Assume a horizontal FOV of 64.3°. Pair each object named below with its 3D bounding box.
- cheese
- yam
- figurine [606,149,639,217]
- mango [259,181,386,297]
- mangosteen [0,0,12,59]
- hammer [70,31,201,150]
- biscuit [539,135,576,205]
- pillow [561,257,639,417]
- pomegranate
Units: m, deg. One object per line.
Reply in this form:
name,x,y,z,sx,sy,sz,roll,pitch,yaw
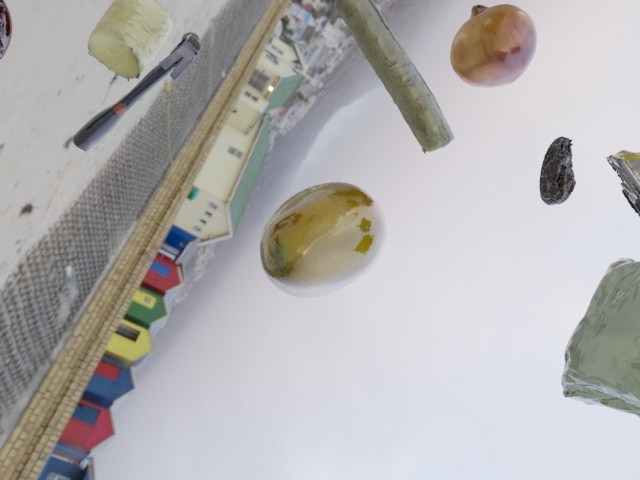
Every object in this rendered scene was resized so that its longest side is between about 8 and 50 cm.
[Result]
cheese,-0.383,-0.423,1.037,0.094,0.123,0.167,-32,-145,49
yam,0.157,-0.352,1.057,0.083,0.371,0.083,-32,-169,7
figurine,0.560,-0.125,0.684,0.308,0.309,0.143,-41,-116,48
mango,0.000,0.000,0.790,0.212,0.172,0.317,-27,180,4
mangosteen,-0.554,-0.329,0.739,0.166,0.180,0.166,-13,-114,30
hammer,-0.323,-0.249,0.882,0.290,0.037,0.137,-36,-150,12
biscuit,0.317,-0.092,0.678,0.087,0.027,0.089,-79,176,-60
pillow,0.517,0.144,0.809,0.310,0.138,0.283,114,-2,-82
pomegranate,0.433,-0.484,1.276,0.209,0.209,0.209,-52,-162,25
